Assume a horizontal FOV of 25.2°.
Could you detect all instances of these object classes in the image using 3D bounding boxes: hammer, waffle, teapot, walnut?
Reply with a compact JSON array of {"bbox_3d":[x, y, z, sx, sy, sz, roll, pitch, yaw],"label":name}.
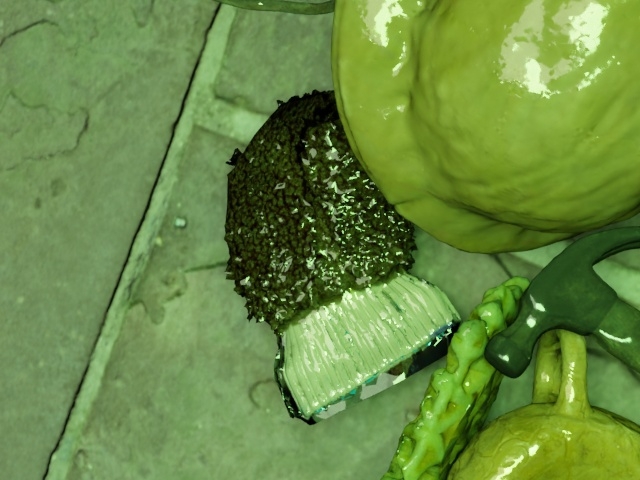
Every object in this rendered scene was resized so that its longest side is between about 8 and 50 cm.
[{"bbox_3d":[0.341,0.159,1.087,0.440,0.044,0.168,40,81,6],"label":"hammer"},{"bbox_3d":[0.118,0.136,1.212,0.054,0.204,0.223,27,105,10],"label":"waffle"},{"bbox_3d":[0.194,0.217,1.185,0.203,0.167,0.311,-2,91,-5],"label":"teapot"},{"bbox_3d":[0.197,-0.185,1.120,0.384,0.383,0.383,-4,83,29],"label":"walnut"}]

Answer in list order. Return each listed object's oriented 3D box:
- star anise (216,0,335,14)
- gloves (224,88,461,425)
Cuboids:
[{"bbox_3d":[0.006,-0.243,1.287,0.218,0.227,0.148,34,131,15],"label":"star anise"},{"bbox_3d":[0.006,-0.001,1.323,0.210,0.135,0.312,-39,65,27],"label":"gloves"}]
